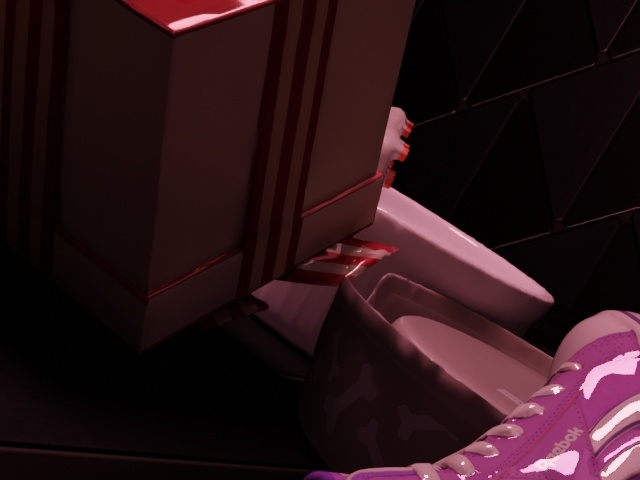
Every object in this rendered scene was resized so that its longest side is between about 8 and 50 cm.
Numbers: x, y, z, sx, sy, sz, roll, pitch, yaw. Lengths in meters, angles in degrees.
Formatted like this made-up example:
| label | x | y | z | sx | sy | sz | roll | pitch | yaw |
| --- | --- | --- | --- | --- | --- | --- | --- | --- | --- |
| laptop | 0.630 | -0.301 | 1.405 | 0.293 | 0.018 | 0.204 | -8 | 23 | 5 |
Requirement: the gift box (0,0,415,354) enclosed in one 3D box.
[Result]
| label | x | y | z | sx | sy | sz | roll | pitch | yaw |
| --- | --- | --- | --- | --- | --- | --- | --- | --- | --- |
| gift box | -0.080 | -0.099 | 0.862 | 0.276 | 0.258 | 0.255 | -23 | 49 | -38 |

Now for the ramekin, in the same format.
| label | x | y | z | sx | sy | sz | roll | pitch | yaw |
| --- | --- | --- | --- | --- | --- | --- | --- | --- | --- |
| ramekin | 0.050 | 0.034 | 1.139 | 0.277 | 0.135 | 0.277 | 31 | 8 | -5 |

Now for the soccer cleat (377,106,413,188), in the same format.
| label | x | y | z | sx | sy | sz | roll | pitch | yaw |
| --- | --- | --- | --- | --- | --- | --- | --- | --- | --- |
| soccer cleat | 0.036 | -0.091 | 1.135 | 0.076 | 0.068 | 0.196 | 28 | 10 | -2 |

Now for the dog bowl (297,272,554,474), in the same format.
| label | x | y | z | sx | sy | sz | roll | pitch | yaw |
| --- | --- | --- | --- | --- | --- | --- | --- | --- | --- |
| dog bowl | 0.138 | 0.147 | 0.864 | 0.348 | 0.102 | 0.349 | 30 | 7 | -4 |

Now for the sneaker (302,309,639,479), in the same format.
| label | x | y | z | sx | sy | sz | roll | pitch | yaw |
| --- | --- | --- | --- | --- | --- | --- | --- | --- | --- |
| sneaker | 0.078 | 0.105 | 0.583 | 0.161 | 0.102 | 0.282 | 24 | 36 | -1 |
